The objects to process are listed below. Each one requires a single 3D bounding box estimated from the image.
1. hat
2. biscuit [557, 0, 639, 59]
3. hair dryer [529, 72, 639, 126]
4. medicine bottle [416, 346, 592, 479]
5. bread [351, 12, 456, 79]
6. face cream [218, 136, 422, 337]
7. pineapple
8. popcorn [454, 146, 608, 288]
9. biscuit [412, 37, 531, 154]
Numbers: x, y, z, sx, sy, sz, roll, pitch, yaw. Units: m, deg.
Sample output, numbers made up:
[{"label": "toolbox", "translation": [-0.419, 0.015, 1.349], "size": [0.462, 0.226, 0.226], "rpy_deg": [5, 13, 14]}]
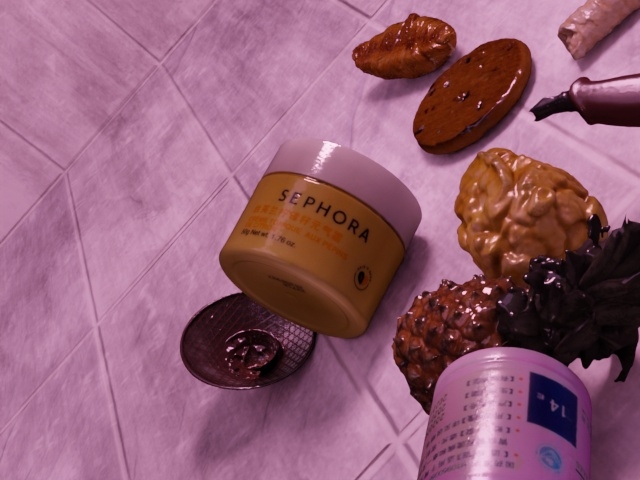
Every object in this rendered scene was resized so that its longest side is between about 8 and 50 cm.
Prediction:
[{"label": "hat", "translation": [-0.099, 0.164, 1.598], "size": [0.193, 0.082, 0.193], "rpy_deg": [-3, 42, 3]}, {"label": "biscuit", "translation": [0.402, -0.326, 1.468], "size": [0.219, 0.055, 0.061], "rpy_deg": [-42, 37, 16]}, {"label": "hair dryer", "translation": [0.353, -0.103, 1.115], "size": [0.341, 0.123, 0.312], "rpy_deg": [-2, 60, 37]}, {"label": "medicine bottle", "translation": [0.156, 0.231, 0.975], "size": [0.152, 0.152, 0.254], "rpy_deg": [-32, 25, 33]}, {"label": "bread", "translation": [0.147, -0.310, 1.831], "size": [0.233, 0.076, 0.104], "rpy_deg": [-2, 65, 49]}, {"label": "face cream", "translation": [0.000, 0.000, 1.487], "size": [0.218, 0.218, 0.179], "rpy_deg": [-5, 51, 56]}, {"label": "pineapple", "translation": [0.231, 0.075, 1.078], "size": [0.365, 0.165, 0.165], "rpy_deg": [-28, 33, 44]}, {"label": "popcorn", "translation": [0.226, -0.027, 1.261], "size": [0.163, 0.140, 0.194], "rpy_deg": [-39, 29, 33]}, {"label": "biscuit", "translation": [0.220, -0.208, 1.624], "size": [0.212, 0.036, 0.212], "rpy_deg": [-36, 30, 25]}]
